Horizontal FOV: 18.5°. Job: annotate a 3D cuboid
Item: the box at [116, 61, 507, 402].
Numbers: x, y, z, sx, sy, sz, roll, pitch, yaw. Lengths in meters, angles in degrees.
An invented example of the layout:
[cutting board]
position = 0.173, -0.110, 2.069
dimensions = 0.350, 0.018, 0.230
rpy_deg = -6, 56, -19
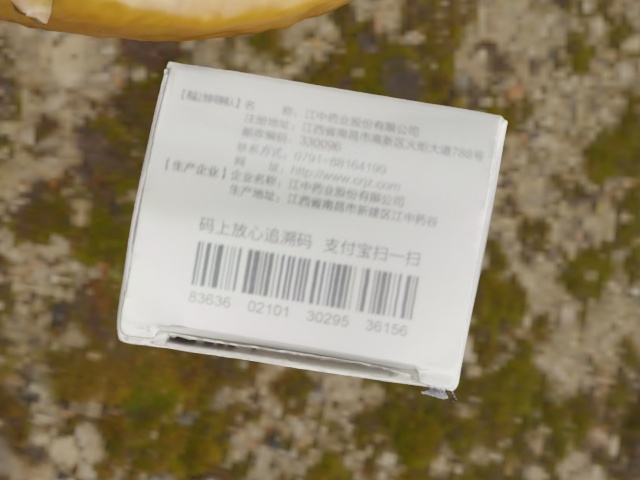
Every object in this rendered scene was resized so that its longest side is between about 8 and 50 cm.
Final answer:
[box]
position = 0.000, 0.000, 1.091
dimensions = 0.173, 0.333, 0.145
rpy_deg = 9, 89, 2

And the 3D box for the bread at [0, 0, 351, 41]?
[bread]
position = -0.103, -0.168, 0.533
dimensions = 0.179, 0.194, 0.340
rpy_deg = -39, 119, -13
